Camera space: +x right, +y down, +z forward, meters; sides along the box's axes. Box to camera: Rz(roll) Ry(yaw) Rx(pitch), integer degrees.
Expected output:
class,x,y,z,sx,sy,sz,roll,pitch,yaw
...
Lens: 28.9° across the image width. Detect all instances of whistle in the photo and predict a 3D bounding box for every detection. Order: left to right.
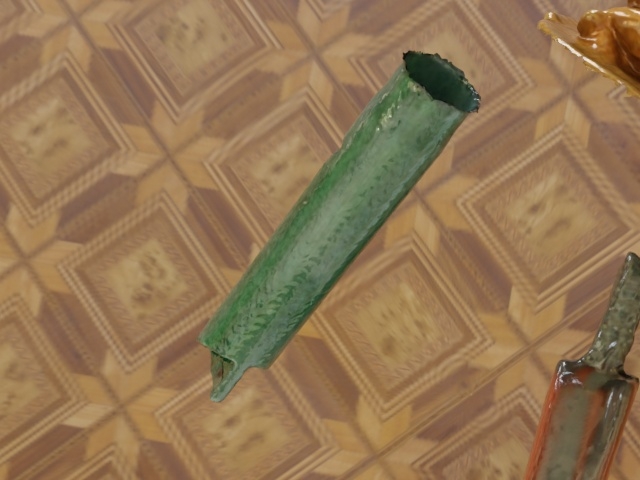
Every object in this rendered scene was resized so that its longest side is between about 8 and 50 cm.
class,x,y,z,sx,sy,sz,roll,pitch,yaw
whistle,0.000,0.000,0.529,0.039,0.039,0.186,43,122,10

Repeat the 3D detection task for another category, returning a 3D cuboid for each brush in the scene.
class,x,y,z,sx,sy,sz,roll,pitch,yaw
brush,0.136,0.155,0.725,0.051,0.070,0.323,17,75,18

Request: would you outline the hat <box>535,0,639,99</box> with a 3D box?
class,x,y,z,sx,sy,sz,roll,pitch,yaw
hat,0.291,-0.170,0.728,0.244,0.233,0.233,28,111,-8
